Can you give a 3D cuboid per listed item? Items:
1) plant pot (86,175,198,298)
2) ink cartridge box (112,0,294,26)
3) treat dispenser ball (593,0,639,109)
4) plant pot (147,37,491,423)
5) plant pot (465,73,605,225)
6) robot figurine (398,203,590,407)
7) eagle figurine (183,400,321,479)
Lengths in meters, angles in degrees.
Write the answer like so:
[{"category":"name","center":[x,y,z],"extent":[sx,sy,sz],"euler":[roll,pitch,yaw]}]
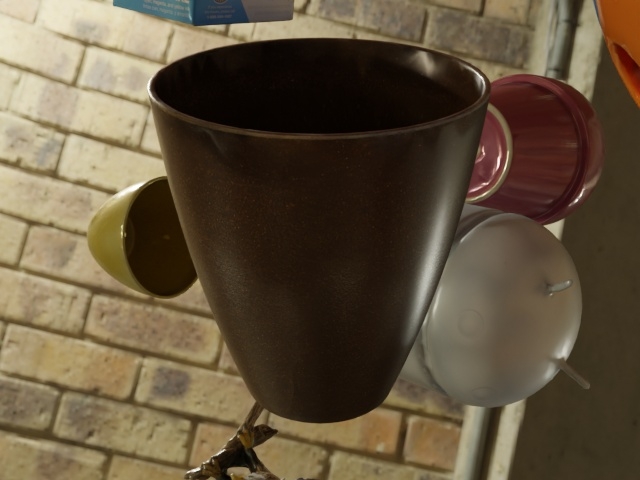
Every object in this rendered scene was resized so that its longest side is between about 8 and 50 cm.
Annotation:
[{"category":"plant pot","center":[-0.204,-0.004,1.045],"extent":[0.095,0.134,0.134],"euler":[2,-17,35]},{"category":"ink cartridge box","center":[-0.074,-0.222,0.616],"extent":[0.090,0.143,0.092],"euler":[24,28,39]},{"category":"treat dispenser ball","center":[0.230,-0.122,0.294],"extent":[0.288,0.288,0.288],"euler":[12,-13,3]},{"category":"plant pot","center":[0.000,0.000,0.641],"extent":[0.215,0.230,0.215],"euler":[0,26,0]},{"category":"plant pot","center":[0.225,-0.111,1.169],"extent":[0.201,0.201,0.180],"euler":[1,4,40]},{"category":"robot figurine","center":[0.126,0.056,1.001],"extent":[0.353,0.200,0.300],"euler":[16,-35,46]},{"category":"eagle figurine","center":[-0.053,0.377,1.312],"extent":[0.298,0.226,0.225],"euler":[32,22,35]}]
